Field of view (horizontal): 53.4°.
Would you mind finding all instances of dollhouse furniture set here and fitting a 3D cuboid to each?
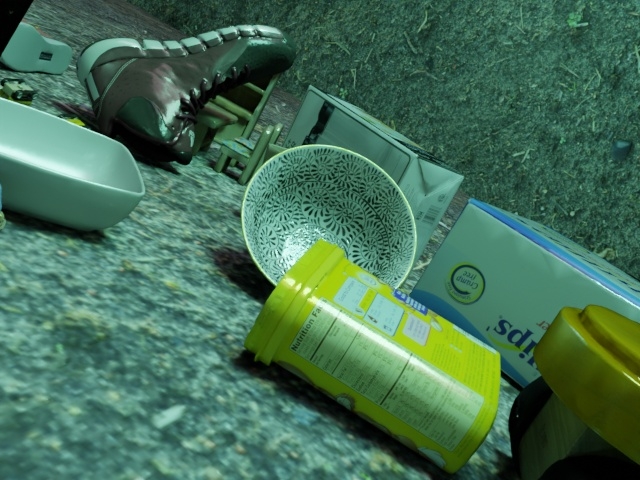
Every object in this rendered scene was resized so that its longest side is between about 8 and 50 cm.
[{"bbox_3d":[-0.153,-0.219,0.971,0.212,0.161,0.242,28,14,-2],"label":"dollhouse furniture set"}]

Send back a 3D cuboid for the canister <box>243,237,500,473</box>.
[{"bbox_3d":[0.044,0.081,0.475,0.170,0.073,0.126,32,23,6],"label":"canister"}]

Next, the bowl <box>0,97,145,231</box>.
[{"bbox_3d":[-0.223,-0.059,0.514,0.142,0.053,0.142,20,17,-33],"label":"bowl"}]

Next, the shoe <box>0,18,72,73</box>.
[{"bbox_3d":[-0.423,-0.276,0.880,0.081,0.063,0.178,27,9,2],"label":"shoe"}]

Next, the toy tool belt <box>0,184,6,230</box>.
[{"bbox_3d":[-0.226,-0.030,0.409,0.052,0.051,0.083,20,16,-30],"label":"toy tool belt"}]

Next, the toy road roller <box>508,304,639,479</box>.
[{"bbox_3d":[0.283,0.144,0.375,0.330,0.240,0.202,31,15,9],"label":"toy road roller"}]

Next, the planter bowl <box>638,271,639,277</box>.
[{"bbox_3d":[0.473,0.027,0.797,0.162,0.109,0.162,28,14,-8],"label":"planter bowl"}]

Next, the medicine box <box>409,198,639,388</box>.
[{"bbox_3d":[0.304,0.091,0.783,0.263,0.149,0.289,39,17,34],"label":"medicine box"}]

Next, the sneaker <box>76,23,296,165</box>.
[{"bbox_3d":[-0.151,-0.175,0.810,0.282,0.106,0.162,-12,73,-16],"label":"sneaker"}]

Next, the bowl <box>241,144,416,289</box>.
[{"bbox_3d":[0.000,0.000,0.617,0.170,0.080,0.170,7,63,-15],"label":"bowl"}]

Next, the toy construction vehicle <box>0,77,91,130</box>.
[{"bbox_3d":[-0.302,-0.127,0.657,0.086,0.035,0.098,40,18,3],"label":"toy construction vehicle"}]

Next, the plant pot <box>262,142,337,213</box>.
[{"bbox_3d":[-0.013,-0.037,0.738,0.109,0.096,0.109,38,18,34],"label":"plant pot"}]

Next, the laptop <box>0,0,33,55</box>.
[{"bbox_3d":[-0.489,-0.319,0.580,0.382,0.408,0.236,15,53,-41],"label":"laptop"}]

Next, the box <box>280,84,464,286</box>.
[{"bbox_3d":[0.043,-0.084,0.871,0.087,0.169,0.290,15,21,-35],"label":"box"}]
